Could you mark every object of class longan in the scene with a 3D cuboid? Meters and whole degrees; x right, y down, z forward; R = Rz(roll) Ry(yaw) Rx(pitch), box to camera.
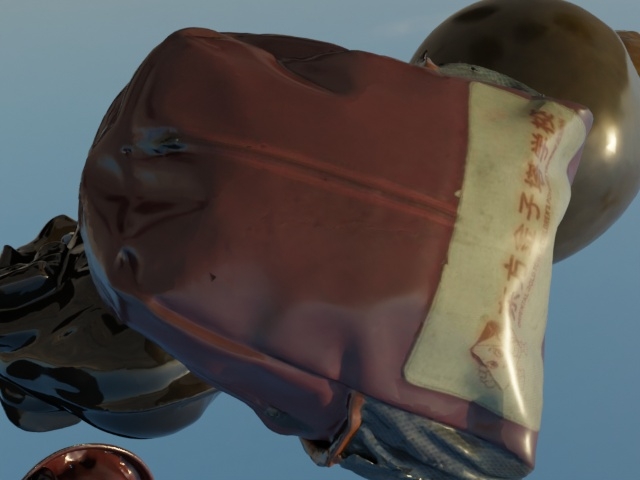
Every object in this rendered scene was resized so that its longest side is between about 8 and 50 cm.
[{"bbox_3d":[0.219,-0.116,1.602,0.318,0.319,0.319,-8,-163,3],"label":"longan"}]

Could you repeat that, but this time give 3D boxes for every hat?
[{"bbox_3d":[-0.263,0.326,1.617,0.205,0.205,0.089,-20,-151,-33],"label":"hat"}]

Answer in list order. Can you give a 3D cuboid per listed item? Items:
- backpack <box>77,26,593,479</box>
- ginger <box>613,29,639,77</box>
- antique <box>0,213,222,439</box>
[{"bbox_3d":[0.000,0.000,0.912,0.317,0.283,0.197,17,156,-14],"label":"backpack"},{"bbox_3d":[0.394,-0.174,1.921,0.269,0.200,0.223,-11,-126,-41],"label":"ginger"},{"bbox_3d":[-0.191,0.066,1.346,0.322,0.185,0.255,18,-136,32],"label":"antique"}]
